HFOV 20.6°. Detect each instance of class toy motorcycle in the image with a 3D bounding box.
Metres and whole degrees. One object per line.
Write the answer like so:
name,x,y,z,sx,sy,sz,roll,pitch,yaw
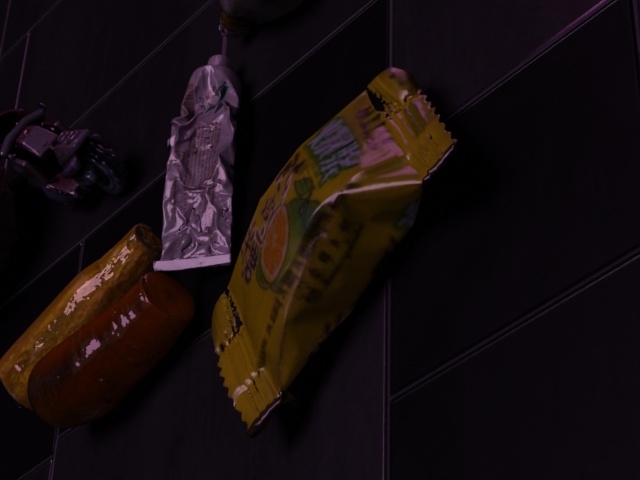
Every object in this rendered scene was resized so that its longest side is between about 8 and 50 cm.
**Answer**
toy motorcycle,-0.287,-0.097,1.918,0.213,0.122,0.082,1,54,57

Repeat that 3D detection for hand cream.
hand cream,-0.109,-0.081,1.687,0.084,0.050,0.257,-7,52,18

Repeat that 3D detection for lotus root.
lotus root,-0.059,-0.256,1.728,0.165,0.088,0.088,-34,39,56

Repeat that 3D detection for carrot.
carrot,-0.198,0.109,1.650,0.193,0.087,0.087,-37,38,32

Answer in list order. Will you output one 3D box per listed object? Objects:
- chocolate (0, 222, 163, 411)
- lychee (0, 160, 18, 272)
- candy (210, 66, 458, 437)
chocolate,-0.231,0.073,1.732,0.219,0.085,0.085,-50,32,22
lychee,-0.475,-0.029,2.021,0.255,0.255,0.274,-42,43,33
candy,0.000,0.000,1.423,0.297,0.081,0.187,-53,29,16
